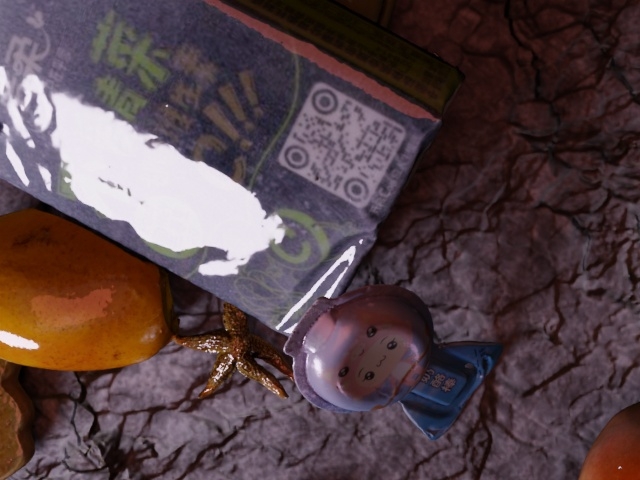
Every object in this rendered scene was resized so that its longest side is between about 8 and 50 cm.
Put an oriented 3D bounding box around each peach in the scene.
[{"bbox_3d":[0.319,0.233,1.095,0.184,0.184,0.184,0,94,7],"label":"peach"}]

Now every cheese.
[{"bbox_3d":[0.065,0.111,1.113,0.245,0.052,0.135,26,104,-40],"label":"cheese"}]

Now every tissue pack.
[{"bbox_3d":[-0.110,-0.115,1.082,0.394,0.124,0.288,28,124,1],"label":"tissue pack"}]

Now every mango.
[{"bbox_3d":[-0.259,0.046,1.170,0.252,0.126,0.153,10,79,1],"label":"mango"}]

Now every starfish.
[{"bbox_3d":[-0.088,0.094,1.201,0.133,0.041,0.130,0,93,7],"label":"starfish"}]

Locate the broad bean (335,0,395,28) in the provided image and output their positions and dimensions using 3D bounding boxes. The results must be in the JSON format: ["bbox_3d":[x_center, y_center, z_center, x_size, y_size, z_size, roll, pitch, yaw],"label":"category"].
[{"bbox_3d":[-0.053,-0.215,1.151,0.263,0.121,0.189,-6,97,22],"label":"broad bean"}]

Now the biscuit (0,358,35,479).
[{"bbox_3d":[-0.413,0.114,1.241,0.320,0.047,0.183,33,93,4],"label":"biscuit"}]
